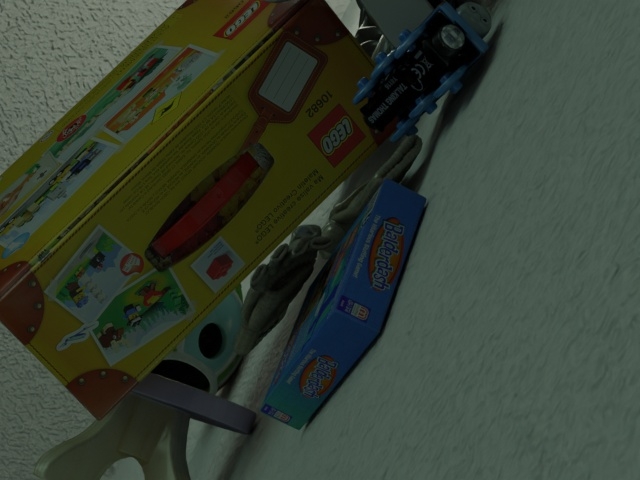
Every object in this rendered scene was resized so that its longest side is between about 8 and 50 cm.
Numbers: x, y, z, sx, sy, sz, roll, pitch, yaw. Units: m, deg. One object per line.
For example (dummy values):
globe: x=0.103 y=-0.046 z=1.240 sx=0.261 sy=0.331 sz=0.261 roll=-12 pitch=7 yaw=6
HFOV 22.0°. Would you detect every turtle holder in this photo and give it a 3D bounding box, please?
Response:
turtle holder: x=-0.239 y=0.112 z=2.416 sx=0.227 sy=0.243 sz=0.320 roll=-101 pitch=-5 yaw=-47

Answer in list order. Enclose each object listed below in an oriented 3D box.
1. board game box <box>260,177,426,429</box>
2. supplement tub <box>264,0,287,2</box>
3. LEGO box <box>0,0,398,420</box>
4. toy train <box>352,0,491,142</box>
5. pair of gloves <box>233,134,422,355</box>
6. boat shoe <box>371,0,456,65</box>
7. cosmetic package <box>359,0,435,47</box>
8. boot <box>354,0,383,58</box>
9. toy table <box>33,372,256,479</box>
board game box: x=0.020 y=0.062 z=1.527 sx=0.210 sy=0.047 sz=0.160 roll=-55 pitch=11 yaw=54
supplement tub: x=0.042 y=-0.395 z=1.832 sx=0.316 sy=0.193 sz=0.193 roll=-24 pitch=-17 yaw=-31
LEGO box: x=-0.191 y=-0.071 z=1.965 sx=0.500 sy=0.193 sz=0.372 roll=-45 pitch=24 yaw=-9
toy train: x=0.102 y=-0.169 z=1.600 sx=0.105 sy=0.080 sz=0.184 roll=-45 pitch=0 yaw=-33
pair of gloves: x=0.000 y=0.000 z=1.646 sx=0.240 sy=0.042 sz=0.204 roll=-45 pitch=-6 yaw=-21
boat shoe: x=0.128 y=-0.276 z=1.933 sx=0.227 sy=0.079 sz=0.081 roll=-69 pitch=18 yaw=-11
cosmetic package: x=0.084 y=-0.250 z=1.765 sx=0.060 sy=0.099 sz=0.239 roll=-38 pitch=-3 yaw=7
boot: x=0.072 y=-0.263 z=2.160 sx=0.338 sy=0.118 sz=0.223 roll=138 pitch=153 yaw=-85
toy table: x=-0.215 y=0.243 z=1.972 sx=0.274 sy=0.252 sz=0.161 roll=8 pitch=74 yaw=55
